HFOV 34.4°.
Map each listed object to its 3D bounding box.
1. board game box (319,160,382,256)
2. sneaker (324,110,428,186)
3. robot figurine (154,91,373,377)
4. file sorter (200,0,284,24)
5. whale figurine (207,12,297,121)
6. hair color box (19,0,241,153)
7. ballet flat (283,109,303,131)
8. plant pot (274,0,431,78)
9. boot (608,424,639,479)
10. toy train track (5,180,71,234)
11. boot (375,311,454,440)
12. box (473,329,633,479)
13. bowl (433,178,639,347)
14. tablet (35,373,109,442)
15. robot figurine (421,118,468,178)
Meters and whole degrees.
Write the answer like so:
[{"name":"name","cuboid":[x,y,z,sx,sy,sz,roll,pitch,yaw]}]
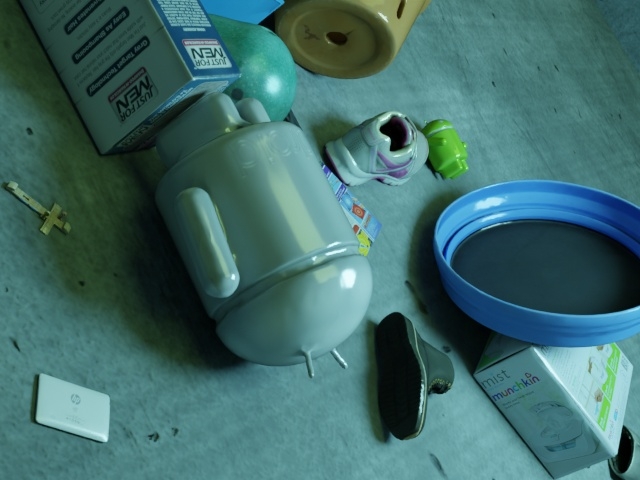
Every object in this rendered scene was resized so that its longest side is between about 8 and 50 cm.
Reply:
[{"name":"board game box","cuboid":[0.000,0.000,1.440,0.136,0.035,0.201,46,44,-16]},{"name":"sneaker","cuboid":[0.120,-0.153,1.690,0.252,0.111,0.103,-18,77,-57]},{"name":"robot figurine","cuboid":[-0.066,-0.001,1.233,0.300,0.200,0.353,-9,70,-59]},{"name":"file sorter","cuboid":[-0.160,-0.380,1.499,0.170,0.118,0.104,20,44,-54]},{"name":"whale figurine","cuboid":[-0.149,-0.256,1.389,0.272,0.141,0.216,38,15,-7]},{"name":"hair color box","cuboid":[-0.261,-0.298,1.263,0.105,0.174,0.347,-17,77,-58]},{"name":"ballet flat","cuboid":[-0.071,-0.186,1.515,0.074,0.074,0.203,-15,73,-56]},{"name":"plant pot","cuboid":[0.044,-0.401,1.682,0.291,0.291,0.203,32,56,-33]},{"name":"boot","cuboid":[0.605,0.400,1.893,0.208,0.076,0.190,35,36,-18]},{"name":"toy train track","cuboid":[-0.305,-0.037,1.128,0.083,0.014,0.048,40,36,-22]},{"name":"boot","cuboid":[0.150,0.209,1.458,0.137,0.077,0.198,38,38,-35]},{"name":"box","cuboid":[0.394,0.214,1.715,0.231,0.127,0.262,50,33,-9]},{"name":"bowl","cuboid":[0.377,0.032,1.685,0.391,0.391,0.077,-65,161,-53]},{"name":"tablet","cuboid":[-0.247,0.168,1.034,0.083,0.006,0.054,28,42,-37]},{"name":"robot figurine","cuboid":[0.224,-0.170,1.879,0.101,0.067,0.115,-1,63,-56]}]
